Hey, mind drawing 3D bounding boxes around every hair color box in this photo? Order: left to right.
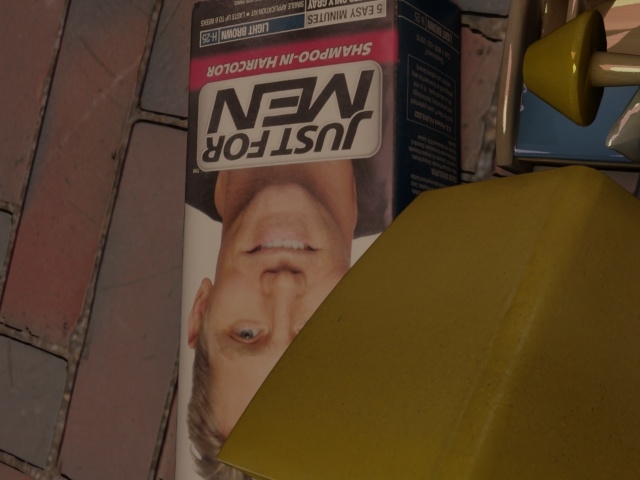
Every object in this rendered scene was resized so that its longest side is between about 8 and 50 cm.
[{"bbox_3d":[0.000,0.000,0.694,0.173,0.105,0.347,-3,84,31],"label":"hair color box"}]

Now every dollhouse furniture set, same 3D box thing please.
[{"bbox_3d":[0.159,-0.164,0.503,0.198,0.303,0.286,6,87,30],"label":"dollhouse furniture set"}]

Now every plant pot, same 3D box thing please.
[{"bbox_3d":[0.108,0.081,0.515,0.212,0.212,0.187,-6,57,61],"label":"plant pot"}]
